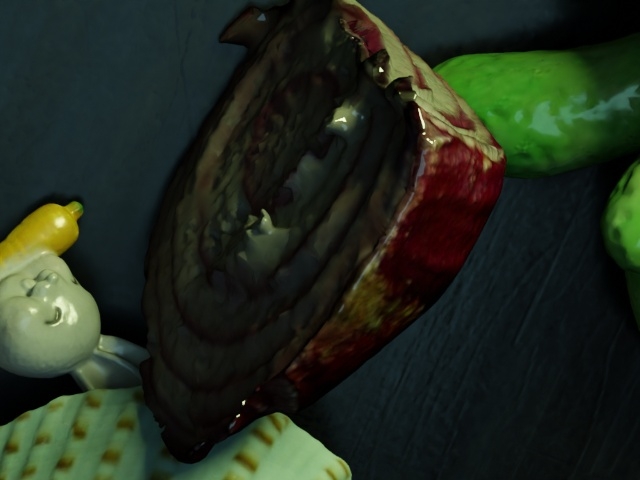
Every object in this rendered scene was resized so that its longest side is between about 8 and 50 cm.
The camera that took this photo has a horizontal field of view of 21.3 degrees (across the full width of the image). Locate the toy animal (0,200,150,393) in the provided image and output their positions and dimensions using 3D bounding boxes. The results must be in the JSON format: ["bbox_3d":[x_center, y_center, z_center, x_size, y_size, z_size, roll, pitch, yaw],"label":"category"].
[{"bbox_3d":[-0.184,0.057,1.137,0.181,0.131,0.127,3,135,1],"label":"toy animal"}]

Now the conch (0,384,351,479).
[{"bbox_3d":[-0.113,0.257,1.097,0.319,0.215,0.303,-2,121,-2],"label":"conch"}]

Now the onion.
[{"bbox_3d":[0.000,0.000,1.042,0.146,0.314,0.280,22,110,-27],"label":"onion"}]

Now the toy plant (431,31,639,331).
[{"bbox_3d":[0.278,-0.087,1.083,0.317,0.211,0.356,41,109,-14],"label":"toy plant"}]
